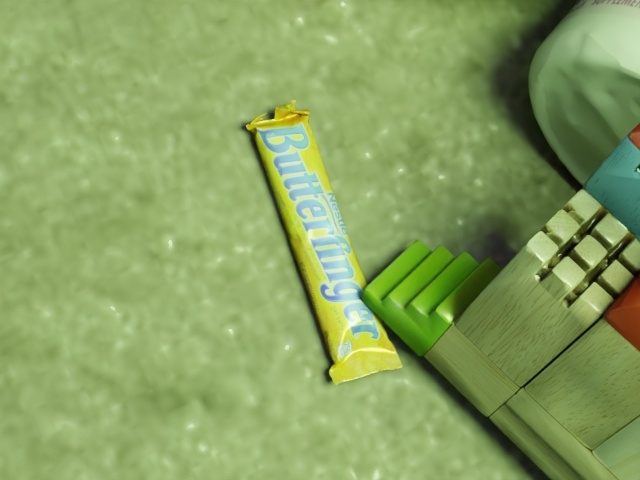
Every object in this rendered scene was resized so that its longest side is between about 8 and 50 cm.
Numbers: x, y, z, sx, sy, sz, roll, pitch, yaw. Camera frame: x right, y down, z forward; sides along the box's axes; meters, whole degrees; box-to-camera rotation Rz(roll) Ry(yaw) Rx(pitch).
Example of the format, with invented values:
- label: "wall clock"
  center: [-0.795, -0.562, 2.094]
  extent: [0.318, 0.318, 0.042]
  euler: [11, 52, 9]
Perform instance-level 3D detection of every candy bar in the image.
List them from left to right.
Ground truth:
- label: "candy bar"
  center: [0.000, 0.000, 0.821]
  extent: [0.040, 0.018, 0.161]
  euler: [-17, 81, -14]

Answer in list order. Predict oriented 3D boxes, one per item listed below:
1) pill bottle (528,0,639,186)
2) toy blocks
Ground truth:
- label: "pill bottle"
  center: [0.267, -0.147, 0.828]
  extent: [0.169, 0.169, 0.301]
  euler: [42, 73, 1]
- label: "toy blocks"
  center: [0.221, 0.078, 0.696]
  extent: [0.381, 0.261, 0.191]
  euler: [44, 60, 8]
